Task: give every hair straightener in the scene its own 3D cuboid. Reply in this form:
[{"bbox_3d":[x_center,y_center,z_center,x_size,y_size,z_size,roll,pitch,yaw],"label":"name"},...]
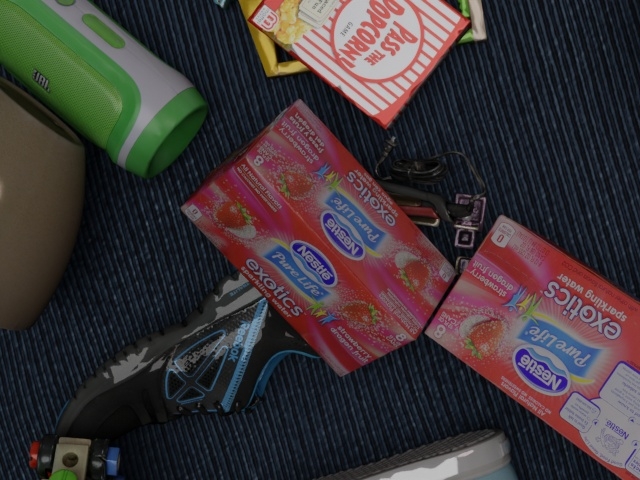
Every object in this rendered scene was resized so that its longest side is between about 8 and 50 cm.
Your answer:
[{"bbox_3d":[0.074,-0.068,1.262,0.230,0.047,0.089,7,92,36],"label":"hair straightener"}]

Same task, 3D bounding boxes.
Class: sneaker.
[{"bbox_3d":[0.048,0.327,1.280,0.366,0.135,0.150,-19,86,10],"label":"sneaker"},{"bbox_3d":[-0.143,0.154,1.305,0.341,0.125,0.139,-36,86,8],"label":"sneaker"}]

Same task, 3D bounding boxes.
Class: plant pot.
[{"bbox_3d":[-0.362,-0.068,1.255,0.284,0.284,0.191,39,93,5],"label":"plant pot"}]

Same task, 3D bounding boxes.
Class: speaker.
[{"bbox_3d":[-0.271,-0.202,1.309,0.296,0.131,0.131,40,97,5],"label":"speaker"}]

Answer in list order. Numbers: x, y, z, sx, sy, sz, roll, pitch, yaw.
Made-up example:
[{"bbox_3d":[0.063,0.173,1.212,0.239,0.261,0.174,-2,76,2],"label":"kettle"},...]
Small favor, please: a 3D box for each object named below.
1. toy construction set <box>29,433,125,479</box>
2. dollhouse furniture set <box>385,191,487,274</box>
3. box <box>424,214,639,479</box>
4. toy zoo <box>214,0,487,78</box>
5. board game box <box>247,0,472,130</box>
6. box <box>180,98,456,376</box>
[{"bbox_3d":[-0.257,0.333,1.255,0.151,0.327,0.215,12,60,-15],"label":"toy construction set"},{"bbox_3d":[0.119,-0.010,1.281,0.114,0.081,0.091,8,93,8],"label":"dollhouse furniture set"},{"bbox_3d":[0.278,0.122,1.185,0.300,0.142,0.154,35,98,28],"label":"box"},{"bbox_3d":[0.025,-0.291,1.309,0.293,0.030,0.192,-9,91,9],"label":"toy zoo"},{"bbox_3d":[0.042,-0.234,1.269,0.193,0.045,0.146,38,98,5],"label":"board game box"},{"bbox_3d":[0.000,0.000,1.229,0.257,0.122,0.128,48,135,-10],"label":"box"}]
